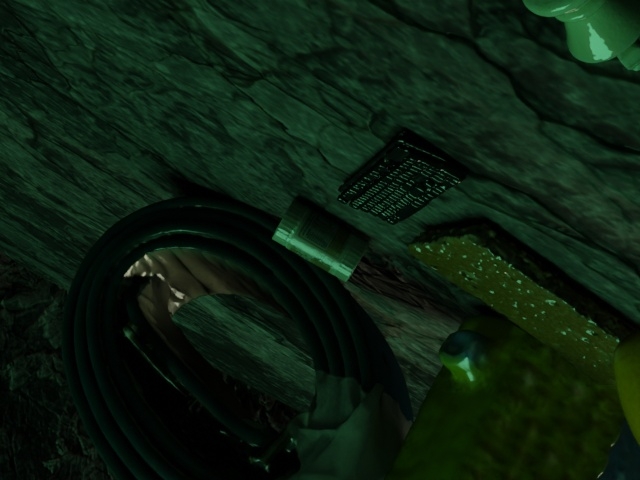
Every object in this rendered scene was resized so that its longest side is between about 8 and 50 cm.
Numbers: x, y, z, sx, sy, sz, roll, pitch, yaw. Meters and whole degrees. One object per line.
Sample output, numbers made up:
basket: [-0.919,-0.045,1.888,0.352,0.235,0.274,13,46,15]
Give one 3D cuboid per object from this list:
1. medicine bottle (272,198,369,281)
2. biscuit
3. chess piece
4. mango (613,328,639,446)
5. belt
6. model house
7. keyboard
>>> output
medicine bottle: [0.000,0.000,1.100,0.083,0.047,0.047,30,167,-1]
biscuit: [0.185,0.055,0.949,0.231,0.025,0.131,35,165,-15]
chess piece: [0.098,-0.113,0.480,0.059,0.059,0.149,16,166,47]
mango: [0.308,0.134,0.737,0.257,0.138,0.187,18,151,22]
belt: [-0.087,0.144,1.218,0.436,0.300,0.173,47,180,28]
model house: [0.193,0.224,1.100,0.303,0.237,0.216,38,161,-28]
keyboard: [0.058,-0.042,0.890,0.060,0.018,0.195,29,167,-5]
